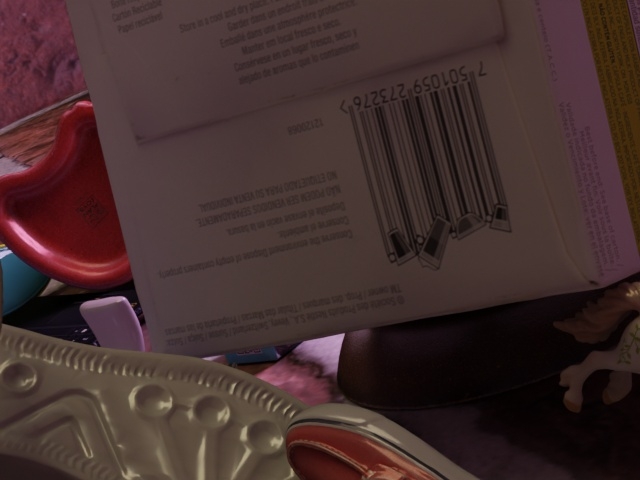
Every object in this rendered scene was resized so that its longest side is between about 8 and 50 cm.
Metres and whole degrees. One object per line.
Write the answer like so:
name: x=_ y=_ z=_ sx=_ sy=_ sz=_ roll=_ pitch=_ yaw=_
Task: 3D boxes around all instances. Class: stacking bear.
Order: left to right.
stacking bear: x=-0.188 y=-0.053 z=2.002 sx=0.175 sy=0.164 sz=0.289 roll=-42 pitch=-2 yaw=18

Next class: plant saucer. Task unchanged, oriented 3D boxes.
plant saucer: x=0.147 y=0.025 z=1.419 sx=0.311 sy=0.050 sz=0.310 roll=-21 pitch=15 yaw=6

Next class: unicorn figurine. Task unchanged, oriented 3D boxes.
unicorn figurine: x=0.200 y=0.086 z=1.032 sx=0.111 sy=0.162 sz=0.060 roll=-47 pitch=4 yaw=38

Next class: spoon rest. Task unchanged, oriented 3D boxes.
spoon rest: x=-0.218 y=0.161 z=1.479 sx=0.137 sy=0.084 sz=0.276 roll=-10 pitch=33 yaw=46

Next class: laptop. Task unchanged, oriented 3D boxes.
laptop: x=-0.325 y=0.070 z=1.806 sx=0.234 sy=0.136 sz=0.264 roll=-5 pitch=28 yaw=50

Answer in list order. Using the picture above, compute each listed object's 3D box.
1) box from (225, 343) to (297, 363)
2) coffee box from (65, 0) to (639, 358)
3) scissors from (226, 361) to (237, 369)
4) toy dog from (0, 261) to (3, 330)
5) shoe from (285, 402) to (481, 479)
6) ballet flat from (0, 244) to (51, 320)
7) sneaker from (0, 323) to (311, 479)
box: x=0.000 y=0.000 z=1.626 sx=0.060 sy=0.100 sz=0.244 roll=-8 pitch=22 yaw=45
coffee box: x=0.081 y=-0.142 z=1.224 sx=0.338 sy=0.338 sz=0.334 roll=-11 pitch=5 yaw=40
scissors: x=-0.078 y=0.146 z=1.402 sx=0.109 sy=0.021 sz=0.297 roll=-19 pitch=14 yaw=28
toy dog: x=-0.393 y=0.111 z=0.965 sx=0.408 sy=0.284 sz=0.395 roll=-20 pitch=59 yaw=19
shoe: x=0.035 y=0.150 z=1.014 sx=0.178 sy=0.063 sz=0.081 roll=26 pitch=46 yaw=29
ballet flat: x=-0.379 y=0.075 z=2.016 sx=0.231 sy=0.077 sz=0.077 roll=-37 pitch=3 yaw=-36
sneaker: x=-0.126 y=0.173 z=1.168 sx=0.323 sy=0.236 sz=0.130 roll=18 pitch=52 yaw=0
